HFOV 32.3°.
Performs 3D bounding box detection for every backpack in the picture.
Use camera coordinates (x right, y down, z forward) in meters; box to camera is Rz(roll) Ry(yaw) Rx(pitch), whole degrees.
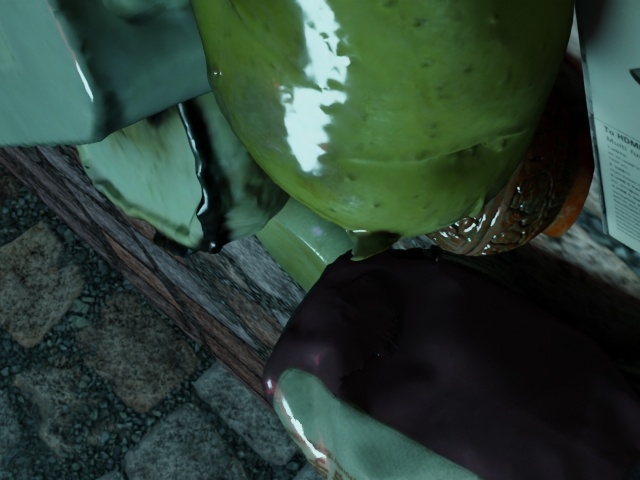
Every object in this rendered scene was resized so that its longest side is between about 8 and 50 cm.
[{"bbox_3d":[0.138,0.156,0.781,0.283,0.197,0.317,31,166,37],"label":"backpack"}]

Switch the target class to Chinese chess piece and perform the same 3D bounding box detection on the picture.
[{"bbox_3d":[0.000,0.000,0.982,0.144,0.058,0.144,40,163,15],"label":"Chinese chess piece"}]

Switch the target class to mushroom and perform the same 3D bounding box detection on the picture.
[{"bbox_3d":[-0.103,-0.117,0.817,0.344,0.130,0.247,-2,106,66],"label":"mushroom"}]

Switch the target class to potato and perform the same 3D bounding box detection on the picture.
[{"bbox_3d":[0.012,-0.117,0.400,0.169,0.143,0.248,-104,-7,-49],"label":"potato"}]

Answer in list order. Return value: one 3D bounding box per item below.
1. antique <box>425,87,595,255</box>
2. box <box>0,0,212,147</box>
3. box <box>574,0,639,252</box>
[{"bbox_3d":[0.081,-0.041,0.556,0.104,0.104,0.104,40,165,13],"label":"antique"},{"bbox_3d":[-0.209,-0.243,0.597,0.396,0.111,0.396,11,128,64],"label":"box"},{"bbox_3d":[0.165,-0.050,0.441,0.129,0.033,0.247,35,163,33],"label":"box"}]
